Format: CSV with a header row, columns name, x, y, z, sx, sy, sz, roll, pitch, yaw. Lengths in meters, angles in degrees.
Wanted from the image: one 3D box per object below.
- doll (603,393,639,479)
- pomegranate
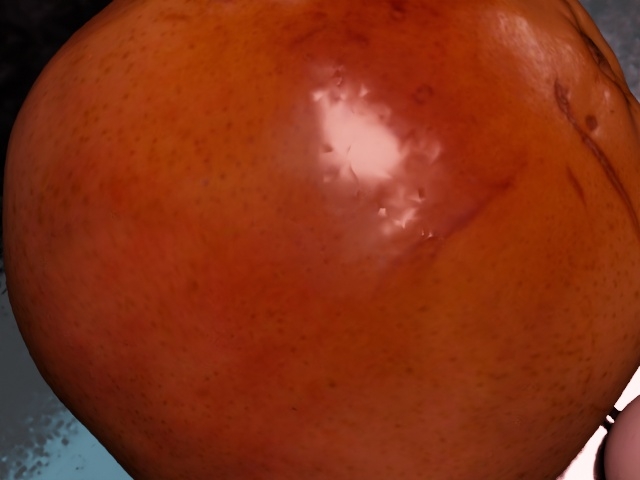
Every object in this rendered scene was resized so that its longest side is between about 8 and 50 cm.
name,x,y,z,sx,sy,sz,roll,pitch,yaw
doll,0.269,0.105,0.808,0.271,0.144,0.208,-32,68,3
pomegranate,0.000,0.000,0.794,0.319,0.319,0.319,-1,78,5
